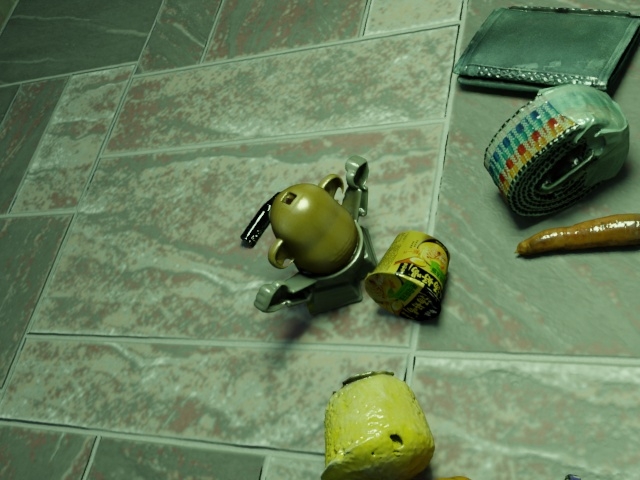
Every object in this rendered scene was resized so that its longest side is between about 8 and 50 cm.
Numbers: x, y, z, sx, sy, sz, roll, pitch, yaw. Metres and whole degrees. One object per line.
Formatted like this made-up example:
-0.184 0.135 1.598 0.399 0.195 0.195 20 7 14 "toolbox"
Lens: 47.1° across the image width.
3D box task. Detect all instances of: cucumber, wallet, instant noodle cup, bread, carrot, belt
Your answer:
-0.126 -0.061 1.684 0.043 0.039 0.163 28 76 16 "cucumber"
0.486 -0.406 1.570 0.342 0.075 0.237 16 62 36 "wallet"
0.173 0.064 1.390 0.152 0.151 0.122 7 51 31 "instant noodle cup"
0.087 0.330 1.224 0.197 0.197 0.170 -24 47 12 "bread"
0.474 -0.008 1.330 0.248 0.059 0.059 -10 56 25 "carrot"
0.438 -0.164 1.350 0.257 0.207 0.150 -40 49 21 "belt"

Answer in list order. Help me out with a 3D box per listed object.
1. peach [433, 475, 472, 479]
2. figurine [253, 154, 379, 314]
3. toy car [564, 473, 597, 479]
0.200 0.436 1.130 0.138 0.138 0.138 -13 55 20 "peach"
0.002 -0.001 1.420 0.167 0.285 0.342 1 62 26 "figurine"
0.387 0.452 1.017 0.158 0.172 0.235 3 58 10 "toy car"
